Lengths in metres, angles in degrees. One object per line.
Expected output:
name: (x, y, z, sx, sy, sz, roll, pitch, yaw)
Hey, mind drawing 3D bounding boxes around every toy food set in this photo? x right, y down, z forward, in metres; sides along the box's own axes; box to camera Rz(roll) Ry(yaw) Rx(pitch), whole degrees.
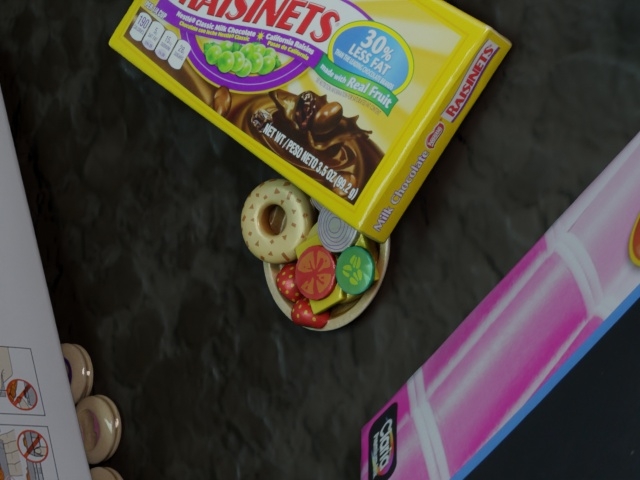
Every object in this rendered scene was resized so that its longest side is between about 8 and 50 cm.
toy food set: (0.000, 0.000, 0.711, 0.082, 0.020, 0.083, -32, 64, 36)

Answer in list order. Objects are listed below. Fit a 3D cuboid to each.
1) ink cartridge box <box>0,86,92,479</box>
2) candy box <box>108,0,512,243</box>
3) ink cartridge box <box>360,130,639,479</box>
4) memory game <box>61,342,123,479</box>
ink cartridge box: (-0.278, 0.073, 0.878, 0.272, 0.130, 0.309, -41, 56, 36)
candy box: (-0.013, -0.092, 0.716, 0.206, 0.027, 0.105, 37, 95, 39)
ink cartridge box: (0.140, 0.017, 0.493, 0.371, 0.069, 0.176, -48, 19, 27)
memory game: (-0.170, 0.138, 0.862, 0.186, 0.012, 0.186, -6, 81, 43)
